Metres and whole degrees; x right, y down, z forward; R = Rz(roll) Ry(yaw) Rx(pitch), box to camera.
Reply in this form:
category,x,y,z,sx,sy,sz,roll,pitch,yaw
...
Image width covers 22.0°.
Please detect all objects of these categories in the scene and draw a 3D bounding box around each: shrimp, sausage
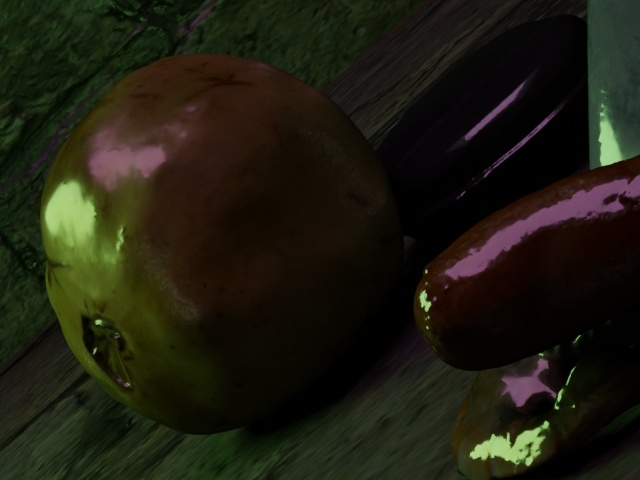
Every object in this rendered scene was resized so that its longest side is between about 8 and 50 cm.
category,x,y,z,sx,sy,sz,roll,pitch,yaw
shrimp,0.155,0.064,0.929,0.254,0.059,0.145,-31,18,46
sausage,0.183,-0.002,0.834,0.302,0.076,0.103,-13,40,34

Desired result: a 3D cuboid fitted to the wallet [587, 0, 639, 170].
category,x,y,z,sx,sy,sz,roll,pitch,yaw
wallet,0.254,-0.116,0.953,0.290,0.054,0.251,-11,75,59

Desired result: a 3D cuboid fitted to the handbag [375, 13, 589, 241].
category,x,y,z,sx,sy,sz,roll,pitch,yaw
handbag,0.153,-0.101,1.504,0.254,0.093,0.308,-43,11,-7

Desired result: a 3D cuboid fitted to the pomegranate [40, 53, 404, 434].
category,x,y,z,sx,sy,sz,roll,pitch,yaw
pomegranate,-0.085,0.002,1.444,0.332,0.332,0.332,-40,11,9
